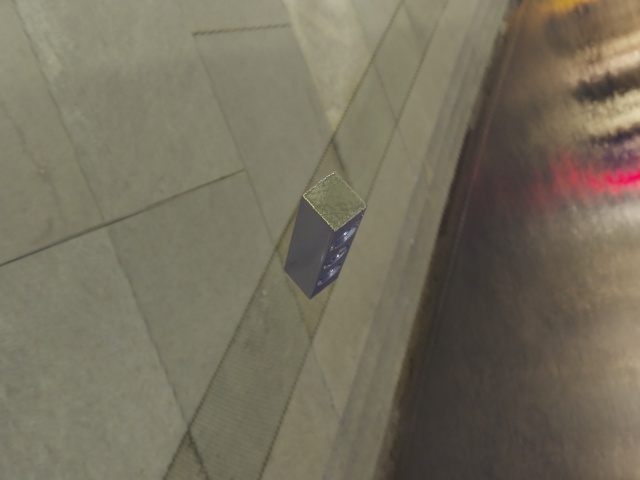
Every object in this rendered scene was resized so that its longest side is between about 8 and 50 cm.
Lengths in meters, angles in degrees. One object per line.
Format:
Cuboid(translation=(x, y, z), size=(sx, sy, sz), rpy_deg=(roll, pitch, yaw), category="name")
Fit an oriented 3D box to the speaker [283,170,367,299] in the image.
Cuboid(translation=(0.000, 0.000, 0.862), size=(0.046, 0.040, 0.191), rpy_deg=(47, -19, 11), category="speaker")
